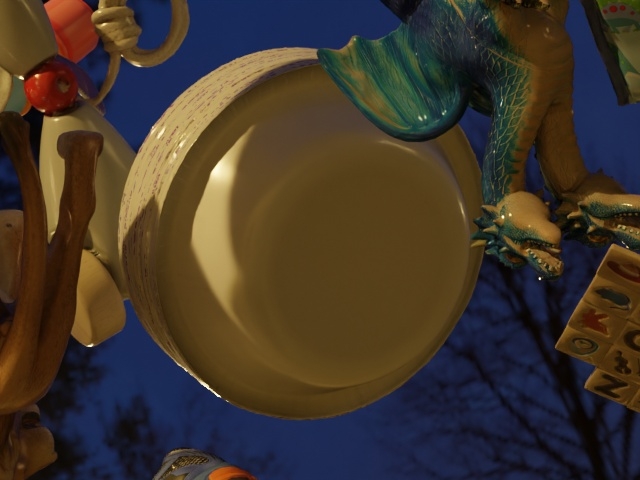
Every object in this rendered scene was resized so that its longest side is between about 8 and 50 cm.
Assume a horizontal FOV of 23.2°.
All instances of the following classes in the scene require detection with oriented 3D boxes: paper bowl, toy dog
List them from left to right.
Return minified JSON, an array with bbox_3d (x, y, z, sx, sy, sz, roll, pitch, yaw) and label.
[{"bbox_3d":[-0.222,-0.074,1.362,0.220,0.333,0.161,-9,0,-32],"label":"toy dog"},{"bbox_3d":[0.000,0.000,1.195,0.284,0.148,0.284,-7,-75,-25],"label":"paper bowl"}]

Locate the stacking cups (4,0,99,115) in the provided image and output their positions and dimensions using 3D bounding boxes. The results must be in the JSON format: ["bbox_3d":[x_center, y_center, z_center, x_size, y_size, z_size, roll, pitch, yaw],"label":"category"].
[{"bbox_3d":[-0.325,-0.132,1.444,0.316,0.096,0.096,-50,-9,-45],"label":"stacking cups"}]

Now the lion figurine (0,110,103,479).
[{"bbox_3d":[-0.240,0.072,1.087,0.142,0.240,0.392,5,-16,-13],"label":"lion figurine"}]

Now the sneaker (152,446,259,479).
[{"bbox_3d":[-0.117,0.225,0.984,0.221,0.087,0.083,-50,-55,0],"label":"sneaker"}]

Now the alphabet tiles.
[{"bbox_3d":[0.432,0.122,1.789,0.285,0.011,0.342,23,-34,5],"label":"alphabet tiles"}]

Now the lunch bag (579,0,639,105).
[{"bbox_3d":[0.214,-0.155,0.820,0.129,0.151,0.096,-7,-54,28],"label":"lunch bag"}]

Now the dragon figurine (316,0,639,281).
[{"bbox_3d":[0.059,-0.104,0.788,0.085,0.289,0.144,-22,-35,-40],"label":"dragon figurine"}]
